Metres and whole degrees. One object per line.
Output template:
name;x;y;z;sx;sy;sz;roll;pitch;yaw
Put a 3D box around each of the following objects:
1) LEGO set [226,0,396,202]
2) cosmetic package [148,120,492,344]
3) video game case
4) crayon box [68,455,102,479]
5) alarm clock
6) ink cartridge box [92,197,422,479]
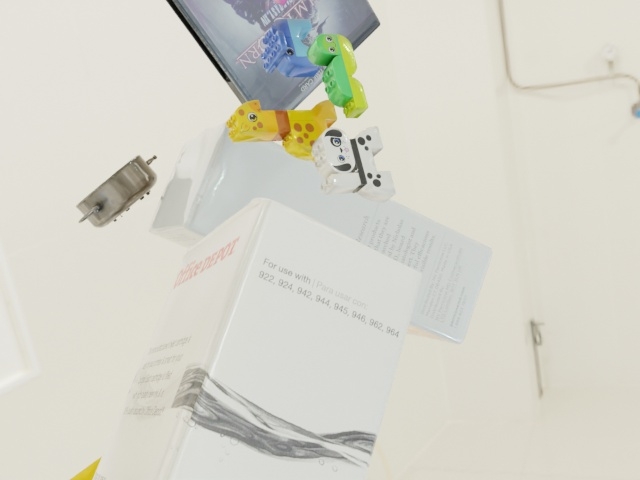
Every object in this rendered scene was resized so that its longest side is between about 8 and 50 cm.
LEGO set;-0.026;-0.124;0.628;0.093;0.227;0.087;-6;-17;-27
cosmetic package;0.000;0.000;1.180;0.453;0.161;0.230;24;-10;-21
video game case;-0.067;-0.281;0.832;0.196;0.274;0.026;-47;32;-16
crayon box;-0.166;0.434;1.178;0.313;0.363;0.106;-35;-19;-21
alarm clock;-0.323;-0.067;1.226;0.129;0.064;0.192;-34;10;25
ink cartridge box;-0.062;0.133;0.490;0.115;0.272;0.198;25;-20;-17
